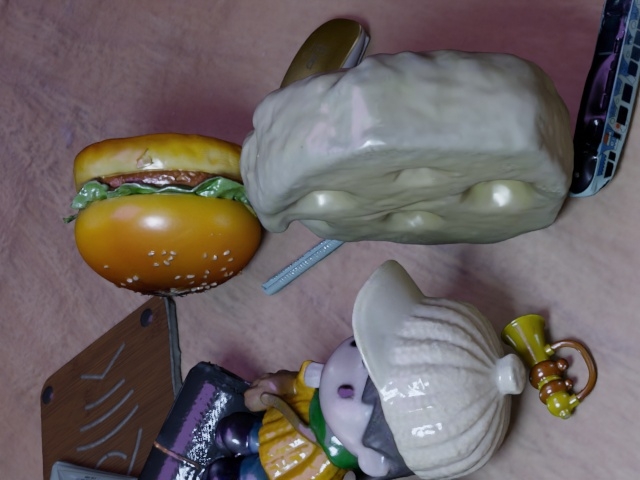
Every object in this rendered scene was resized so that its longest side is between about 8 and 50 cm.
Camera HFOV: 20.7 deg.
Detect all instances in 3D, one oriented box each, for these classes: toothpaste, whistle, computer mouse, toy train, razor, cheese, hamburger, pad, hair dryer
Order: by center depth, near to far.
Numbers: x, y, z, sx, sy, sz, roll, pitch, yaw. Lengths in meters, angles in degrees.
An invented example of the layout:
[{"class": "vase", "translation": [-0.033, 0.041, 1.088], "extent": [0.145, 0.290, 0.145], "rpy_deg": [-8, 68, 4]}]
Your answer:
[{"class": "whistle", "translation": [0.221, 0.119, 1.654], "extent": [0.046, 0.057, 0.109], "rpy_deg": [86, 160, -50]}, {"class": "cheese", "translation": [0.090, -0.076, 1.668], "extent": [0.318, 0.326, 0.115], "rpy_deg": [-15, 66, 32]}, {"class": "toy train", "translation": [0.278, -0.137, 1.697], "extent": [0.043, 0.047, 0.207], "rpy_deg": [0, 72, 56]}, {"class": "hair dryer", "translation": [-0.051, 0.266, 1.869], "extent": [0.352, 0.107, 0.189], "rpy_deg": [22, 88, 45]}, {"class": "razor", "translation": [0.005, 0.005, 1.976], "extent": [0.211, 0.036, 0.084], "rpy_deg": [-43, 19, 37]}, {"class": "hamburger", "translation": [-0.180, -0.022, 2.045], "extent": [0.246, 0.246, 0.170], "rpy_deg": [-13, 73, 47]}, {"class": "computer mouse", "translation": [-0.009, -0.173, 2.070], "extent": [0.102, 0.045, 0.199], "rpy_deg": [25, 91, 56]}, {"class": "toothpaste", "translation": [-0.268, 0.304, 2.118], "extent": [0.255, 0.037, 0.067], "rpy_deg": [-6, 74, 54]}, {"class": "pad", "translation": [-0.264, 0.240, 2.193], "extent": [0.286, 0.018, 0.284], "rpy_deg": [-37, 47, 35]}]

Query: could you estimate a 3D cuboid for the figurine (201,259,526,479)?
[{"class": "figurine", "translation": [0.048, 0.175, 1.706], "extent": [0.332, 0.204, 0.185], "rpy_deg": [-47, 22, 39]}]
